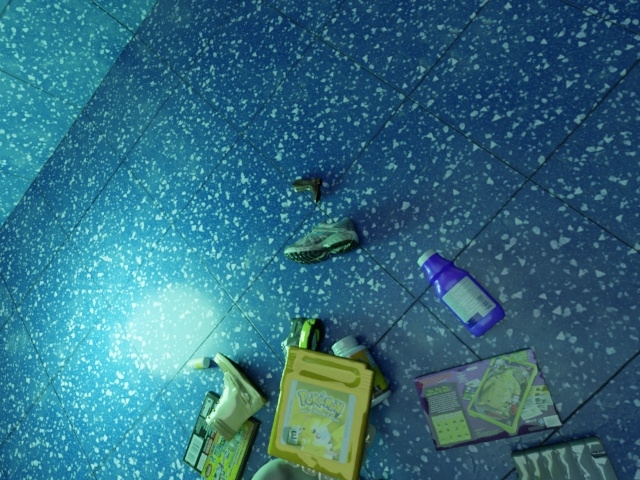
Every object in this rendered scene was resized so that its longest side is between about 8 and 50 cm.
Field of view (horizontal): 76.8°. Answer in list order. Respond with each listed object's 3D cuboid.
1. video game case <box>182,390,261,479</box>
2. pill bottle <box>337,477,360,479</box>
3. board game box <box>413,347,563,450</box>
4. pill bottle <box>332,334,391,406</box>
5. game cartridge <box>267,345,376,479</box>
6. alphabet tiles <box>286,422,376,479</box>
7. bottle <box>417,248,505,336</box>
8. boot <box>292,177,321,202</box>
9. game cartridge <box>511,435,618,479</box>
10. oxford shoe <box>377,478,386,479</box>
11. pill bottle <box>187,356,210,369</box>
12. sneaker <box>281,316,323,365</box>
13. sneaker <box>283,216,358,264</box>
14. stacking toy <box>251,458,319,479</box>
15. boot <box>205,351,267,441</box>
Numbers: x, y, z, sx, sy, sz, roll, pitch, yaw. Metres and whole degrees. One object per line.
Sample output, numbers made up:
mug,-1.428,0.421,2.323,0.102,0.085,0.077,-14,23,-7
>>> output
video game case,-0.366,0.739,1.482,0.248,0.035,0.275,19,87,27
pill bottle,0.088,0.807,1.231,0.087,0.087,0.161,-11,76,22
board game box,0.463,0.454,1.151,0.346,0.056,0.209,-22,76,19
pill bottle,0.123,0.413,1.273,0.117,0.117,0.215,-37,67,14
game cartridge,0.003,0.503,1.203,0.284,0.052,0.325,7,80,21
alphabet tiles,0.022,0.591,1.270,0.283,0.021,0.278,23,69,10
bottle,0.409,0.147,1.207,0.118,0.092,0.283,-45,66,10
boot,-0.055,-0.185,1.513,0.114,0.037,0.107,-1,67,21
game cartridge,0.655,0.700,1.009,0.230,0.068,0.356,-24,71,23
oxford shoe,0.241,0.810,1.176,0.227,0.082,0.096,34,114,26
pill bottle,-0.477,0.480,1.576,0.083,0.043,0.044,-14,74,22
sneaker,-0.080,0.404,1.388,0.121,0.111,0.301,10,79,37
sneaker,0.000,0.000,1.434,0.282,0.110,0.122,-15,56,19
stacking toy,-0.222,0.919,1.270,0.479,0.350,0.351,-36,67,32
boot,-0.343,0.553,1.449,0.262,0.095,0.203,40,80,19
